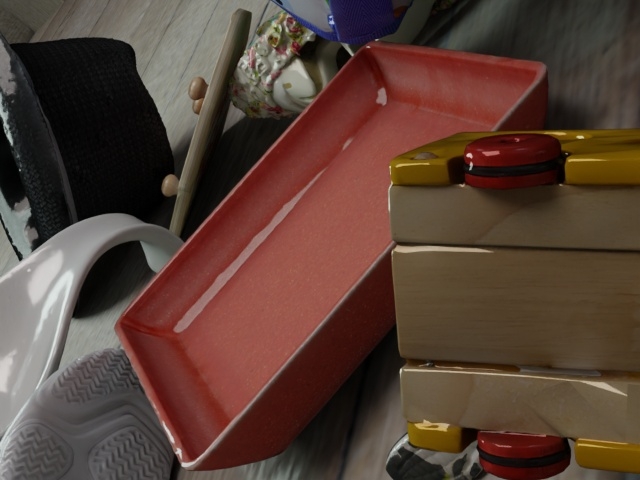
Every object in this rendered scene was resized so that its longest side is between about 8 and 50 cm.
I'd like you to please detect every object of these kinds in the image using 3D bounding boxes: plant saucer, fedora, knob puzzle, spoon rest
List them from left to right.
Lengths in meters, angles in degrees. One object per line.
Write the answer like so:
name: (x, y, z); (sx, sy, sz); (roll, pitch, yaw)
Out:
spoon rest: (-0.198, 0.062, 0.803); (0.137, 0.084, 0.276); (17, 42, 34)
fedora: (-0.231, -0.089, 1.104); (0.152, 0.334, 0.334); (-21, 13, -19)
knob puzzle: (-0.096, -0.111, 0.970); (0.213, 0.030, 0.213); (-162, 90, -87)
plant saucer: (0.000, 0.000, 0.673); (0.259, 0.048, 0.258); (-48, 21, -3)

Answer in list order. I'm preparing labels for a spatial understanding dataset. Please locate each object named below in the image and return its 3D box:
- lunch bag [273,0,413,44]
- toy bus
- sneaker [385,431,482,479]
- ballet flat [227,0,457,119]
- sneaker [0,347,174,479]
lunch bag: (-0.051, -0.332, 0.671); (0.239, 0.385, 0.328); (-24, -17, 2)
toy bus: (0.120, 0.011, 0.345); (0.191, 0.202, 0.104); (-48, -10, 28)
sneaker: (0.062, 0.074, 0.482); (0.083, 0.031, 0.035); (-38, 11, 22)
ballet flat: (0.014, -0.147, 0.860); (0.241, 0.091, 0.077); (-40, 53, 38)
sneaker: (-0.186, 0.188, 0.696); (0.153, 0.101, 0.269); (-33, 26, 43)
